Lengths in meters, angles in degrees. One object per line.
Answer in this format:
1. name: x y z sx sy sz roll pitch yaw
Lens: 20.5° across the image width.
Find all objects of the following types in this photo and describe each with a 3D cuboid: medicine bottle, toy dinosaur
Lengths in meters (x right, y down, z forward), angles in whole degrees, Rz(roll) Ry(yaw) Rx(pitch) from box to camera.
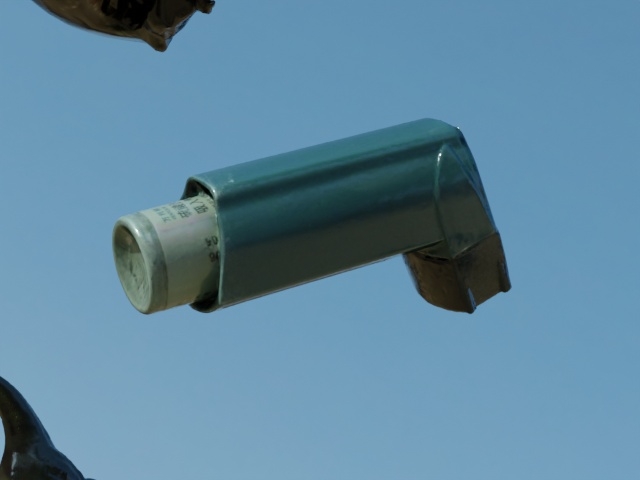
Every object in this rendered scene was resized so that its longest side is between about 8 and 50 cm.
1. medicine bottle: 0.000 0.000 1.111 0.079 0.258 0.124 32 -51 55
2. toy dinosaur: -0.220 0.185 1.233 0.087 0.187 0.179 -12 -39 22

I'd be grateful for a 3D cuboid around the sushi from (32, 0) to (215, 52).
1. sushi: -0.078 -0.209 0.726 0.204 0.213 0.200 38 -18 -21
